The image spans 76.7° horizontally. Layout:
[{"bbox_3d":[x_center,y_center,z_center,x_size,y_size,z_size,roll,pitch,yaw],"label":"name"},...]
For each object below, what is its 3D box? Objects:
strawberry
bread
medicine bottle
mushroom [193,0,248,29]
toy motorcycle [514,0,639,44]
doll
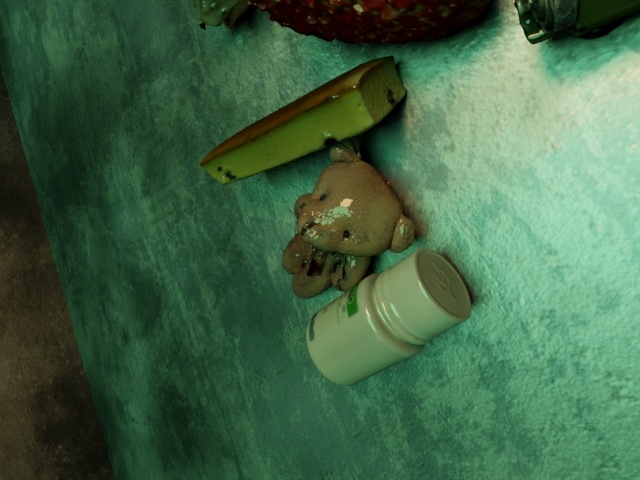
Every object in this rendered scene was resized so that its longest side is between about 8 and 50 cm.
[{"bbox_3d":[0.038,-0.384,0.494,0.343,0.292,0.292,38,119,32],"label":"strawberry"},{"bbox_3d":[-0.044,-0.186,0.679,0.361,0.138,0.077,-12,119,40],"label":"bread"},{"bbox_3d":[0.096,0.118,0.617,0.237,0.139,0.139,-43,70,36],"label":"medicine bottle"},{"bbox_3d":[-0.184,-0.582,0.715,0.346,0.260,0.345,-12,65,27],"label":"mushroom"},{"bbox_3d":[0.271,-0.331,0.367,0.205,0.127,0.275,-16,117,24],"label":"toy motorcycle"},{"bbox_3d":[0.000,0.000,0.670,0.201,0.156,0.303,56,130,17],"label":"doll"}]
